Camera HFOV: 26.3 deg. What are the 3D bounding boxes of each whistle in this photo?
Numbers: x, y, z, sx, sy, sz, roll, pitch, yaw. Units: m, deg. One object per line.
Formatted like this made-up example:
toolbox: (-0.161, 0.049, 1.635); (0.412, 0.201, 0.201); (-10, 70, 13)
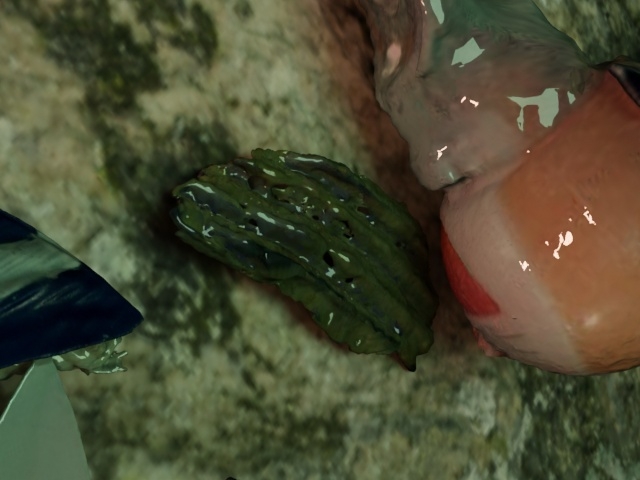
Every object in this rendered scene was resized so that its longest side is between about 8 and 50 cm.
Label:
whistle: (0.101, -0.052, 0.733); (0.348, 0.189, 0.189); (46, 50, -10)

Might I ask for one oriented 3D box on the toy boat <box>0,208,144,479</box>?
toy boat: (-0.148, 0.122, 0.472); (0.210, 0.070, 0.291); (9, 79, -44)

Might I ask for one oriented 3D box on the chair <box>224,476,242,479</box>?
chair: (0.019, 0.218, 0.580); (0.140, 0.145, 0.221); (30, 60, -42)

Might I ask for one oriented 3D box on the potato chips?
potato chips: (-0.001, 0.000, 0.688); (0.207, 0.028, 0.091); (31, 59, -42)
